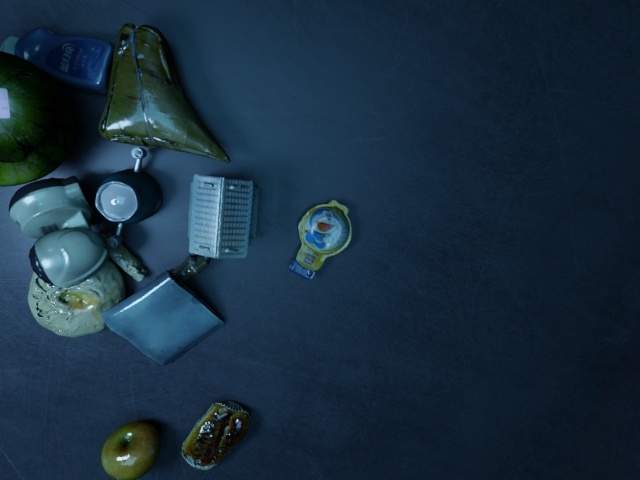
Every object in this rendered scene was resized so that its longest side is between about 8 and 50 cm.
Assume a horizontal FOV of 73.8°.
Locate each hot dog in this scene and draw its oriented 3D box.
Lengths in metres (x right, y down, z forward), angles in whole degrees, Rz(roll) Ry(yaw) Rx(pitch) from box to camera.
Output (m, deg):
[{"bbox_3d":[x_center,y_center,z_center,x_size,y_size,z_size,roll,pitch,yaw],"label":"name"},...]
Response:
[{"bbox_3d":[-0.358,0.669,1.463,0.162,0.082,0.271,37,96,-12],"label":"hot dog"}]

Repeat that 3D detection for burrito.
[{"bbox_3d":[-0.608,0.046,1.311,0.045,0.058,0.188,-33,107,26],"label":"burrito"}]

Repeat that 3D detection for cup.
[{"bbox_3d":[-0.555,-0.121,1.220,0.167,0.173,0.300,17,99,-12],"label":"cup"}]

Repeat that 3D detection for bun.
[{"bbox_3d":[-0.734,0.163,1.271,0.286,0.146,0.288,-2,104,-6],"label":"bun"}]

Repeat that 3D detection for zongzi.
[{"bbox_3d":[-0.397,-0.398,1.183,0.359,0.160,0.324,13,100,-6],"label":"zongzi"}]

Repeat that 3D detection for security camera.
[{"bbox_3d":[-0.698,-0.008,1.157,0.191,0.197,0.278,-24,77,-23],"label":"security camera"}]

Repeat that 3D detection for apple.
[{"bbox_3d":[-0.614,0.688,1.391,0.182,0.183,0.155,-7,132,-6],"label":"apple"}]

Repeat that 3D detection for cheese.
[{"bbox_3d":[0.000,0.000,1.373,0.176,0.069,0.271,29,97,-13],"label":"cheese"}]

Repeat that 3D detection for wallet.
[{"bbox_3d":[-0.476,0.248,1.321,0.251,0.054,0.291,-34,127,2],"label":"wallet"}]

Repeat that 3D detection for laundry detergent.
[{"bbox_3d":[-0.707,-0.494,1.153,0.289,0.094,0.144,11,90,-7],"label":"laundry detergent"}]

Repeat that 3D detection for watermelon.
[{"bbox_3d":[-0.801,-0.298,1.061,0.362,0.363,0.364,-2,102,-7],"label":"watermelon"}]

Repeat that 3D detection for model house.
[{"bbox_3d":[-0.282,-0.081,1.244,0.198,0.215,0.225,6,101,-11],"label":"model house"}]

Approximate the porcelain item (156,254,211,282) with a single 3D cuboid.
[{"bbox_3d":[-0.404,0.085,1.330,0.215,0.081,0.069,-35,119,0],"label":"porcelain item"}]
